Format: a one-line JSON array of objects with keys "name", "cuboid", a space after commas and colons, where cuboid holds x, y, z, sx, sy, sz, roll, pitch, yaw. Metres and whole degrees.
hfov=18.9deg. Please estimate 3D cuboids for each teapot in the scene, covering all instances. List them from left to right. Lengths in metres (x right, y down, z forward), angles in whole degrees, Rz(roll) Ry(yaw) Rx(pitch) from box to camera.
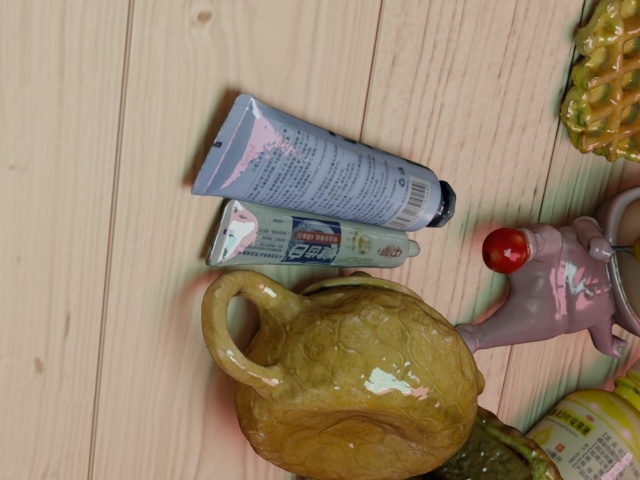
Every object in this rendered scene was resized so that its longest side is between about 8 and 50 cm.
[{"name": "teapot", "cuboid": [0.022, 0.096, 1.627, 0.311, 0.167, 0.203, 24, 143, -34]}]

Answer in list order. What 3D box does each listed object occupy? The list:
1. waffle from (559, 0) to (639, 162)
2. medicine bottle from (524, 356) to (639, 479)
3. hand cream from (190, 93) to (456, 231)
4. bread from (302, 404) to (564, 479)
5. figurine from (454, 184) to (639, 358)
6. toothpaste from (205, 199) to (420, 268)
[{"name": "waffle", "cuboid": [0.321, -0.178, 1.804, 0.243, 0.059, 0.237, 19, 106, -47]}, {"name": "medicine bottle", "cuboid": [0.293, 0.206, 1.988, 0.212, 0.122, 0.122, -43, 139, -13]}, {"name": "hand cream", "cuboid": [0.010, -0.055, 1.584, 0.271, 0.058, 0.091, 13, 113, -44]}, {"name": "bread", "cuboid": [0.105, 0.231, 1.747, 0.181, 0.222, 0.096, -51, 142, -10]}, {"name": "figurine", "cuboid": [0.271, 0.038, 1.819, 0.287, 0.186, 0.176, -7, 97, -23]}, {"name": "toothpaste", "cuboid": [0.000, 0.000, 1.626, 0.233, 0.038, 0.060, 5, 110, -43]}]
